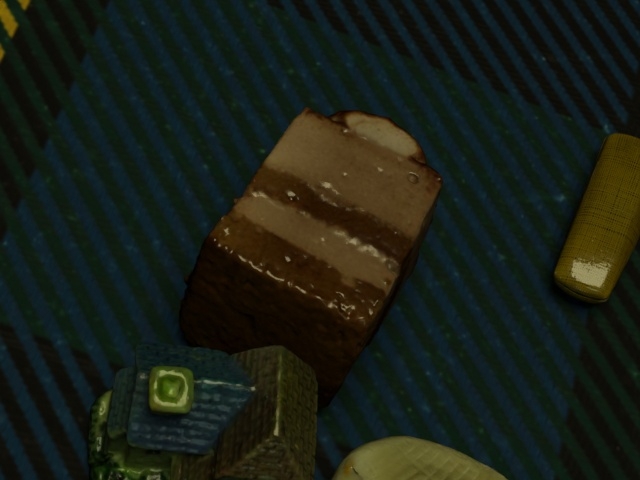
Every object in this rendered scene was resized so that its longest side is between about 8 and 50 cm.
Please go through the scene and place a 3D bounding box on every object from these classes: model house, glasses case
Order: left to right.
[{"bbox_3d":[-0.113,0.192,1.541,0.214,0.189,0.195,13,57,-10],"label":"model house"},{"bbox_3d":[0.334,-0.027,1.855,0.079,0.064,0.234,25,58,3],"label":"glasses case"}]

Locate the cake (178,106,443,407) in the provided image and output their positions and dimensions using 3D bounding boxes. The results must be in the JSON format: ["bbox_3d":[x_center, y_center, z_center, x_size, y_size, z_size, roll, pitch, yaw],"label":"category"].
[{"bbox_3d":[0.000,0.000,1.680,0.196,0.199,0.293,26,54,6],"label":"cake"}]

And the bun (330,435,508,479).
[{"bbox_3d":[0.097,0.301,1.571,0.229,0.145,0.229,18,27,-10],"label":"bun"}]
